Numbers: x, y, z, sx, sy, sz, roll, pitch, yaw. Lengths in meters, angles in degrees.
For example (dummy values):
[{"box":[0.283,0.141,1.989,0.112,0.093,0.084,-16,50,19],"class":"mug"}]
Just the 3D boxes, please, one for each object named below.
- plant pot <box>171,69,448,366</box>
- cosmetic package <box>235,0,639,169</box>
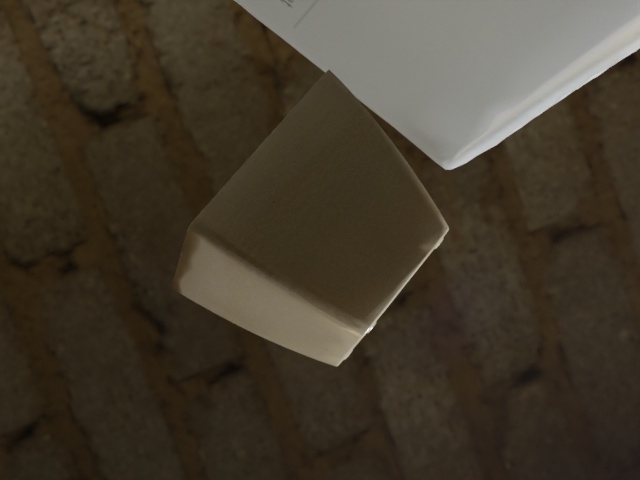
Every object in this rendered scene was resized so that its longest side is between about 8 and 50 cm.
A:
[{"box":[0.000,0.000,0.686,0.096,0.109,0.109,38,-21,3],"class":"plant pot"},{"box":[0.070,-0.319,0.777,0.394,0.329,0.327,37,-25,-7],"class":"cosmetic package"}]
